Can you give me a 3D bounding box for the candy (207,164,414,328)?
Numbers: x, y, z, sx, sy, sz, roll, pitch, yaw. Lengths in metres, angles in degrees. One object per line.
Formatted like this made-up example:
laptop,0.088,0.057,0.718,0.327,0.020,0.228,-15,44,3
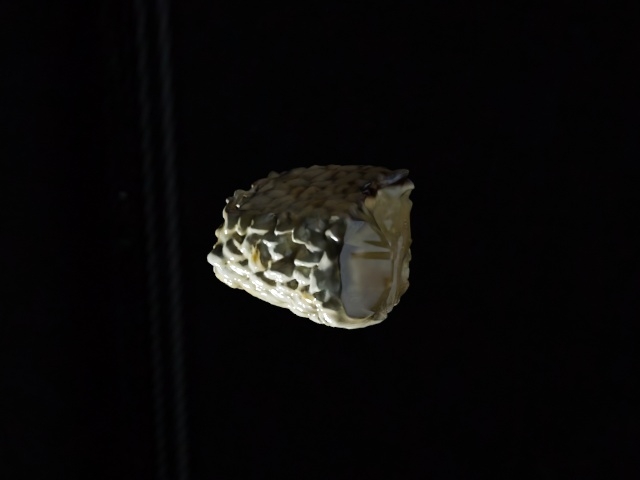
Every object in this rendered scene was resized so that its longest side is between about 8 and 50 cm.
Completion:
candy,0.000,0.000,0.970,0.095,0.110,0.085,-23,-61,-58
